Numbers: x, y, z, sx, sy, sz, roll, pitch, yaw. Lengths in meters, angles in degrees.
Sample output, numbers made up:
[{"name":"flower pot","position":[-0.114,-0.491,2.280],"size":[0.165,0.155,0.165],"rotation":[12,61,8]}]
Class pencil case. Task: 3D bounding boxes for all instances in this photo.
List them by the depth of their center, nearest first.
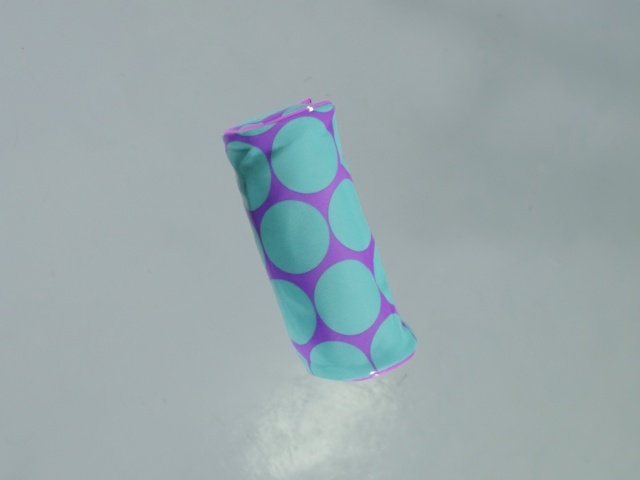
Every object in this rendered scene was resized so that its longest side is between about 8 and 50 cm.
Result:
[{"name":"pencil case","position":[0.000,0.000,0.474],"size":[0.070,0.064,0.152],"rotation":[-31,105,-56]}]
